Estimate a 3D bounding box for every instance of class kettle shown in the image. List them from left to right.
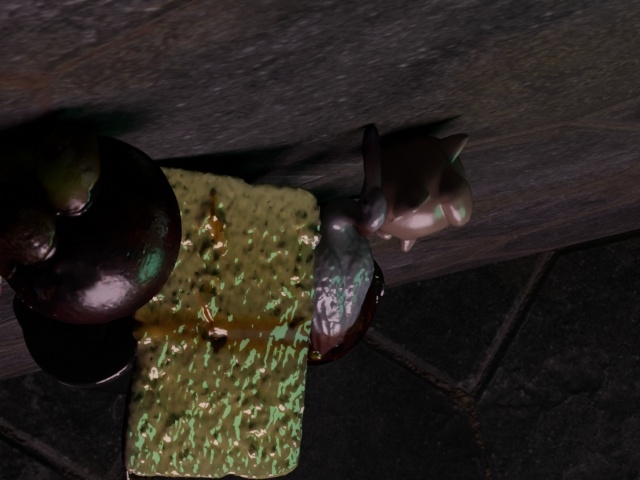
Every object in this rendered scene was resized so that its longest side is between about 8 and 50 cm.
[{"bbox_3d":[-0.249,0.139,1.872,0.203,0.262,0.308,-46,167,4],"label":"kettle"}]

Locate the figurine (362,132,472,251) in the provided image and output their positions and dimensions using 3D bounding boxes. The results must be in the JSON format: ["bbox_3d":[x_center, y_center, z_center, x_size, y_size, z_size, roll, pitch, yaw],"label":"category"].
[{"bbox_3d":[0.110,-0.057,1.524,0.125,0.125,0.138,-11,171,-24],"label":"figurine"}]

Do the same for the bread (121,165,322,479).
[{"bbox_3d":[-0.150,0.107,1.541,0.242,0.345,0.405,3,178,-24],"label":"bread"}]

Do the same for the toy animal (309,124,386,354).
[{"bbox_3d":[0.011,0.017,1.533,0.090,0.195,0.324,-12,169,-23],"label":"toy animal"}]

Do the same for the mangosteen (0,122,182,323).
[{"bbox_3d":[-0.199,-0.016,1.117,0.172,0.172,0.184,-14,154,-1],"label":"mangosteen"}]

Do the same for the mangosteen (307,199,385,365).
[{"bbox_3d":[-0.018,0.036,1.828,0.231,0.231,0.289,-22,-152,49],"label":"mangosteen"}]
